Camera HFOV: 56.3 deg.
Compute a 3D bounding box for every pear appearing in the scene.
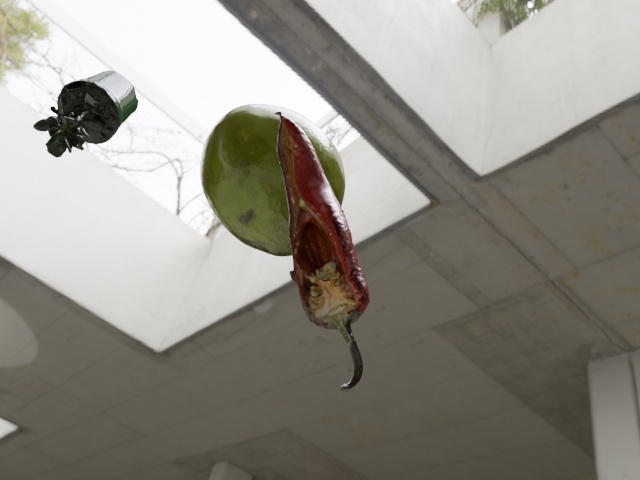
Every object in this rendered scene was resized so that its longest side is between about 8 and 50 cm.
[{"bbox_3d":[-0.071,-0.094,0.902,0.213,0.269,0.212,-15,-43,-15],"label":"pear"}]

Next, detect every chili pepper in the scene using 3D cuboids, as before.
[{"bbox_3d":[0.000,0.000,0.528,0.059,0.267,0.050,-26,-26,21],"label":"chili pepper"}]

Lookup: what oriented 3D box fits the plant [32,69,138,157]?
[{"bbox_3d":[-0.173,-0.088,0.432,0.051,0.102,0.051,6,-57,9],"label":"plant"}]
